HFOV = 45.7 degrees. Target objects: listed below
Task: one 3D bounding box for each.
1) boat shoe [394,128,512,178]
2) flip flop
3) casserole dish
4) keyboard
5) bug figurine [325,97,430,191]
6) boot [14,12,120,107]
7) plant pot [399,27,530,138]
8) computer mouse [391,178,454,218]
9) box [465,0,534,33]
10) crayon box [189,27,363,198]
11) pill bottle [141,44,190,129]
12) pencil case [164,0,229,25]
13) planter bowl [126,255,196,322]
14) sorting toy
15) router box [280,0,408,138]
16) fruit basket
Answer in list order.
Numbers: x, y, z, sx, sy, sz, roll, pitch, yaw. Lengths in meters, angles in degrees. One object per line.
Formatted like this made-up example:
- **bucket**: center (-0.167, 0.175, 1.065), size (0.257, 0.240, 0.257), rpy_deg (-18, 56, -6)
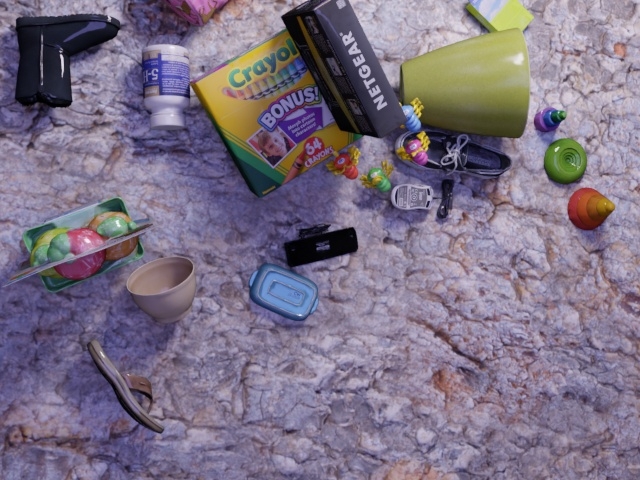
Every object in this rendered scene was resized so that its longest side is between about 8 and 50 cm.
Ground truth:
- **boat shoe**: center (0.349, -0.223, 1.976), size (0.306, 0.105, 0.113), rpy_deg (16, 86, -12)
- **flip flop**: center (-0.450, 0.341, 1.797), size (0.080, 0.112, 0.277), rpy_deg (-36, 92, -25)
- **casserole dish**: center (-0.089, 0.131, 1.908), size (0.188, 0.037, 0.114), rpy_deg (25, 85, -13)
- **keyboard**: center (0.000, 0.000, 1.939), size (0.192, 0.038, 0.100), rpy_deg (-13, 116, -14)
- **bug figurine**: center (0.163, -0.214, 1.865), size (0.279, 0.072, 0.216), rpy_deg (-37, 139, 14)
- **boot**: center (-0.586, -0.413, 1.766), size (0.246, 0.094, 0.207), rpy_deg (-4, 87, -6)
- **plant pot**: center (0.351, -0.389, 1.921), size (0.293, 0.275, 0.275), rpy_deg (-3, 90, 2)
- **computer mouse**: center (0.261, -0.114, 1.982), size (0.192, 0.042, 0.106), rpy_deg (3, 94, -25)
- **box**: center (0.476, -0.621, 2.041), size (0.178, 0.042, 0.109), rpy_deg (42, 80, -9)
- **crayon box**: center (-0.078, -0.332, 1.837), size (0.362, 0.106, 0.313), rpy_deg (-32, 112, -9)
- **pill bottle**: center (-0.367, -0.362, 1.809), size (0.111, 0.112, 0.187), rpy_deg (-2, 90, -13)
- **pencil case**: center (-0.226, -0.695, 1.824), size (0.386, 0.167, 0.160), rpy_deg (-49, 142, -9)
- **planter bowl**: center (-0.363, 0.126, 1.795), size (0.162, 0.162, 0.109), rpy_deg (-20, 120, -12)
- **sorting toy**: center (0.700, -0.198, 2.048), size (0.127, 0.126, 0.366), rpy_deg (-29, 96, -11)
- **router box**: center (0.048, -0.384, 1.682), size (0.081, 0.243, 0.309), rpy_deg (-34, 112, -10)
- **fruit basket**: center (-0.517, 0.004, 1.649), size (0.326, 0.353, 0.166), rpy_deg (-22, 95, -12)
